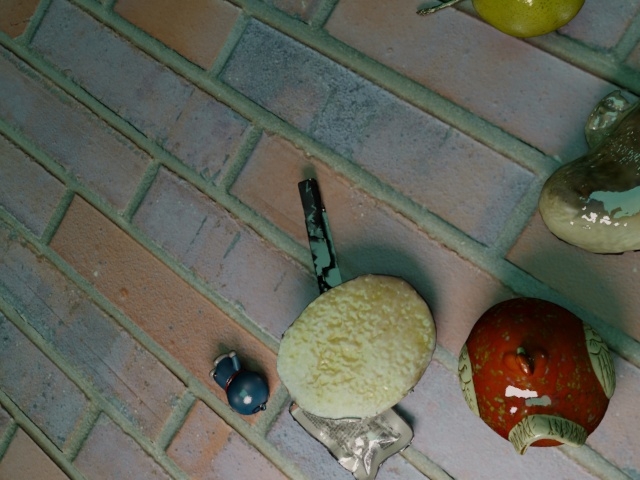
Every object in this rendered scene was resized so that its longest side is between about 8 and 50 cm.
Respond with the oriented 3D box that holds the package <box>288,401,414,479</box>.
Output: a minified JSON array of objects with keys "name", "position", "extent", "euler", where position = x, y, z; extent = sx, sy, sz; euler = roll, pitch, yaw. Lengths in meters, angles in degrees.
[{"name":"package","position":[0.058,0.345,1.197],"extent":[0.232,0.040,0.166],"euler":[40,98,28]}]

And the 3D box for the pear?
[{"name":"pear","position":[0.345,-0.432,1.044],"extent":[0.198,0.198,0.198],"euler":[-2,86,23]}]

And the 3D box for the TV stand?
[{"name":"TV stand","position":[0.000,0.000,1.238],"extent":[0.036,0.042,0.249],"euler":[-16,80,23]}]

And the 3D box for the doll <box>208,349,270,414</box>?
[{"name":"doll","position":[-0.161,0.295,1.268],"extent":[0.152,0.085,0.114],"euler":[33,114,32]}]

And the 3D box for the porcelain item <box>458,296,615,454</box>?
[{"name":"porcelain item","position":[0.333,0.210,0.985],"extent":[0.253,0.253,0.252],"euler":[-2,86,23]}]

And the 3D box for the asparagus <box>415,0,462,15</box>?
[{"name":"asparagus","position":[0.237,-0.448,1.184],"extent":[0.114,0.014,0.015],"euler":[-15,47,20]}]

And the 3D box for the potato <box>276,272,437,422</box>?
[{"name":"potato","position":[0.073,0.204,1.153],"extent":[0.299,0.116,0.239],"euler":[-39,71,-2]}]

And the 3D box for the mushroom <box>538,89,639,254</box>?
[{"name":"mushroom","position":[0.507,-0.123,0.989],"extent":[0.344,0.130,0.247],"euler":[-35,79,16]}]
